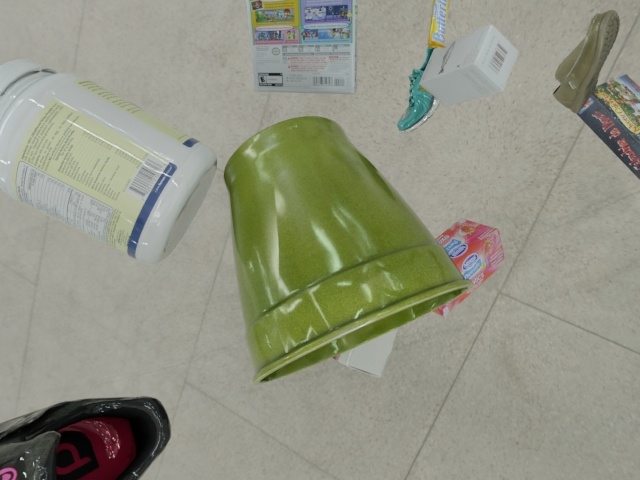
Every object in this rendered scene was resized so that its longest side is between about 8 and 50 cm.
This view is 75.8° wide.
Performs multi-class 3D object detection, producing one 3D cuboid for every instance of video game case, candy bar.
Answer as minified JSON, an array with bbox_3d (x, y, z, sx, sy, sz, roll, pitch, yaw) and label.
[{"bbox_3d":[-0.035,-0.368,0.739,0.212,0.023,0.194,11,118,23],"label":"video game case"},{"bbox_3d":[0.235,-0.456,0.801,0.040,0.018,0.162,5,98,-9],"label":"candy bar"}]

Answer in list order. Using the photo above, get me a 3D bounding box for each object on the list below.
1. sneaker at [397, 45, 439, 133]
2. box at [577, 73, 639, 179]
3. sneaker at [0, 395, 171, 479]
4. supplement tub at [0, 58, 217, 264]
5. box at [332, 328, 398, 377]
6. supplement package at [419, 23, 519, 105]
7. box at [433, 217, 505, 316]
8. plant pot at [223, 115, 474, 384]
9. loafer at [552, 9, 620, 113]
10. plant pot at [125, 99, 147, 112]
[{"bbox_3d":[0.291,-0.442,1.198,0.275,0.110,0.107,-62,31,-1],"label":"sneaker"},{"bbox_3d":[0.604,-0.202,0.773,0.233,0.159,0.044,57,151,16],"label":"box"},{"bbox_3d":[-0.351,0.259,0.382,0.202,0.482,0.185,-31,83,26],"label":"sneaker"},{"bbox_3d":[-0.369,-0.128,0.698,0.324,0.235,0.235,29,109,-10],"label":"supplement tub"},{"bbox_3d":[0.063,0.229,1.057,0.232,0.126,0.149,10,74,53],"label":"box"},{"bbox_3d":[0.341,-0.401,0.961,0.105,0.179,0.105,26,84,-26],"label":"supplement package"},{"bbox_3d":[0.356,0.066,1.103,0.128,0.256,0.123,27,146,54],"label":"box"},{"bbox_3d":[0.000,0.000,0.698,0.366,0.366,0.353,-32,71,22],"label":"plant pot"},{"bbox_3d":[0.337,-0.227,0.534,0.050,0.148,0.056,30,73,28],"label":"loafer"},{"bbox_3d":[-0.653,-0.424,1.508,0.032,0.236,0.236,-45,80,13],"label":"plant pot"}]
